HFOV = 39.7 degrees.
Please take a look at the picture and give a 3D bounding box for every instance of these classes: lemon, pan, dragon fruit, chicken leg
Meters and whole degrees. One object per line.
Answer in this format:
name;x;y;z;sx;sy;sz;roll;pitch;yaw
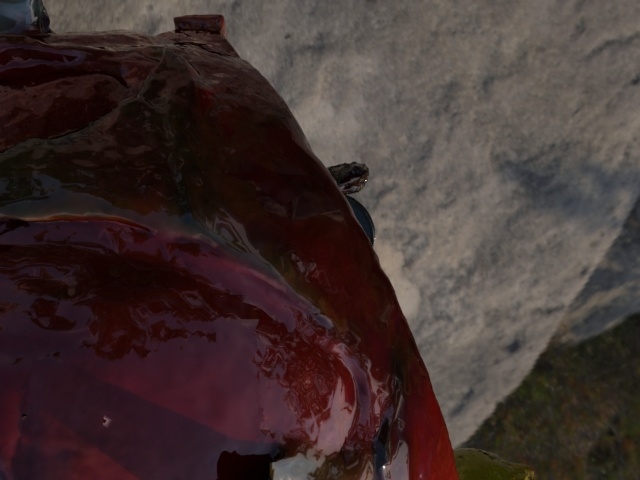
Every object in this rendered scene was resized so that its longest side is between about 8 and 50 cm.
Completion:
lemon;0.194;0.361;1.175;0.206;0.173;0.173;-39;122;13
pan;0.000;0.000;1.535;0.235;0.028;0.136;-29;94;36
dragon fruit;-0.053;0.020;0.413;0.282;0.344;0.100;-18;166;-47
chicken leg;0.005;-0.105;1.590;0.233;0.105;0.063;-7;100;31
